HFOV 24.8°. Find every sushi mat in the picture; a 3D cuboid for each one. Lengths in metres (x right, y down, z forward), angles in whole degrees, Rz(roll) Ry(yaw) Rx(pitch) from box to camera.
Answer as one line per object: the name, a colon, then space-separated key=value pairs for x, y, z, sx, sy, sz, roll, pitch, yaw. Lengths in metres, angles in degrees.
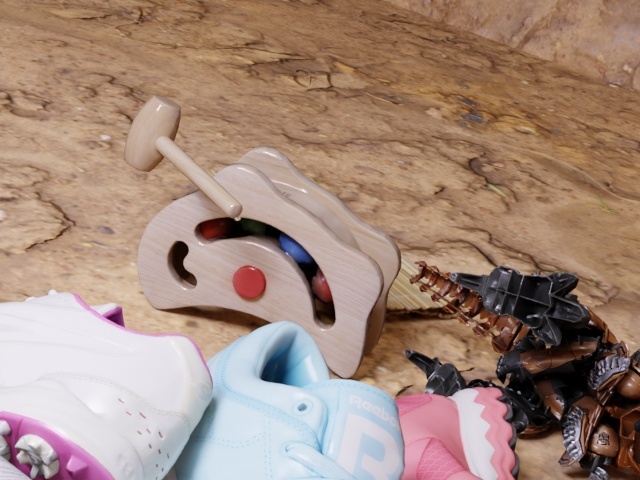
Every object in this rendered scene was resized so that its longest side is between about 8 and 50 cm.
sushi mat: x=0.000 y=0.000 z=1.450 sx=0.151 sy=0.019 sz=0.316 roll=3 pitch=24 yaw=-34

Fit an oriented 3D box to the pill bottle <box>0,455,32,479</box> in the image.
pill bottle: x=-0.151 y=0.186 z=0.687 sx=0.229 sy=0.131 sz=0.131 roll=29 pitch=24 yaw=32

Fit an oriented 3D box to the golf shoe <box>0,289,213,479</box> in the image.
golf shoe: x=-0.197 y=0.083 z=0.878 sx=0.306 sy=0.115 sz=0.140 roll=18 pitch=43 yaw=32

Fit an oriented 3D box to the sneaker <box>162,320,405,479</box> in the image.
sneaker: x=-0.013 y=0.150 z=0.811 sx=0.135 sy=0.150 sz=0.366 roll=34 pitch=10 yaw=-30

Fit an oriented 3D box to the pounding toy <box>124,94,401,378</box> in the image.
pounding toy: x=-0.072 y=0.019 z=1.194 sx=0.269 sy=0.154 sz=0.155 roll=37 pitch=23 yaw=4

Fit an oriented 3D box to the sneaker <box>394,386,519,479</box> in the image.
sneaker: x=0.062 y=0.183 z=0.928 sx=0.136 sy=0.116 sz=0.314 roll=4 pitch=14 yaw=-2

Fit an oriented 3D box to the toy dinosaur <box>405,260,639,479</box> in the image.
toy dinosaur: x=0.188 y=0.113 z=1.182 sx=0.322 sy=0.164 sz=0.218 roll=9 pitch=-4 yaw=40
